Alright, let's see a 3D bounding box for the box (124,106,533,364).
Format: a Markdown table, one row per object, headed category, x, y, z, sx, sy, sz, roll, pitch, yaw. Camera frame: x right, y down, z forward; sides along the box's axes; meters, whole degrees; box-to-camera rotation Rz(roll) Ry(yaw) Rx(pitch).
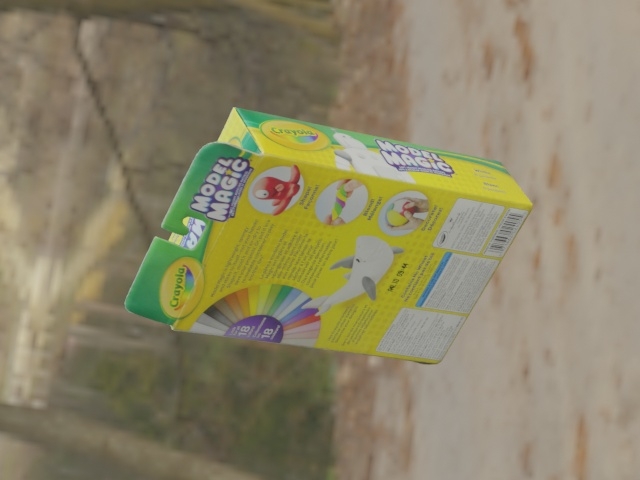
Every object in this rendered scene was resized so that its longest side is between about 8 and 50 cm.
| category | x | y | z | sx | sy | sz | roll | pitch | yaw |
| --- | --- | --- | --- | --- | --- | --- | --- | --- | --- |
| box | 0.000 | 0.000 | 0.935 | 0.105 | 0.179 | 0.043 | -61 | 39 | 26 |
